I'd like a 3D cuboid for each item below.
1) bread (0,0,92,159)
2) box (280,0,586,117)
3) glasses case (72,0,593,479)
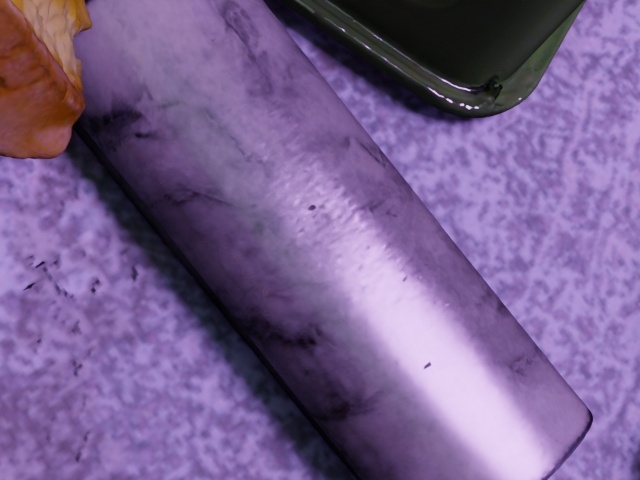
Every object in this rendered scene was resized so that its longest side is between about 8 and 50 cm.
[{"bbox_3d":[-0.206,-0.119,0.465,0.229,0.139,0.143,7,71,-2],"label":"bread"},{"bbox_3d":[0.087,-0.263,0.602,0.253,0.178,0.328,33,68,-6],"label":"box"},{"bbox_3d":[0.000,0.000,0.564,0.114,0.060,0.299,-38,90,-19],"label":"glasses case"}]
